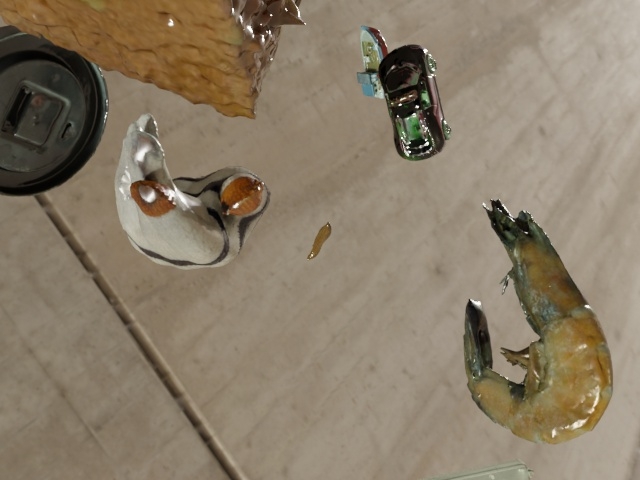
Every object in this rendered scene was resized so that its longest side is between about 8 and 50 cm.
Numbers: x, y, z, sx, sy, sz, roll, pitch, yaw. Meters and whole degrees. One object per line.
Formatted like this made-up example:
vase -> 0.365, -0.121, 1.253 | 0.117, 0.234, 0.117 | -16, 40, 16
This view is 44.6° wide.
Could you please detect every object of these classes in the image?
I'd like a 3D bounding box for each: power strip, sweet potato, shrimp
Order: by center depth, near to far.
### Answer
shrimp -> 0.344, 0.132, 1.358 | 0.085, 0.445, 0.272 | 10, 148, -44
power strip -> 0.222, 0.480, 1.407 | 0.367, 0.106, 0.043 | -12, 179, 0
sweet potato -> 0.000, 0.000, 1.579 | 0.026, 0.026, 0.115 | -42, 164, -46

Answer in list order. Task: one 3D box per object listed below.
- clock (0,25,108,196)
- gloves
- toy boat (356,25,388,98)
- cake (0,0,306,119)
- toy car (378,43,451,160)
clock -> -0.475, -0.209, 1.262 | 0.055, 0.281, 0.280 | 30, -126, 34
gloves -> -0.126, -0.029, 0.711 | 0.131, 0.140, 0.218 | -63, 175, 12
toy boat -> 0.116, -0.399, 1.758 | 0.058, 0.173, 0.069 | -21, -153, -26
cake -> -0.110, -0.285, 0.552 | 0.256, 0.282, 0.290 | 114, 0, -70
toy car -> 0.110, -0.167, 0.943 | 0.069, 0.142, 0.055 | -13, -179, 30
